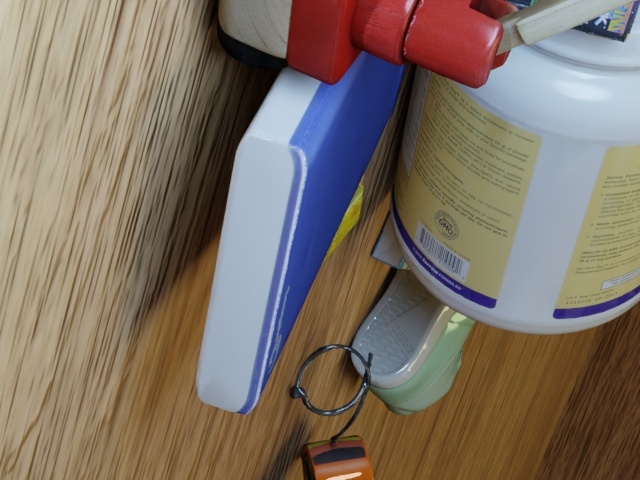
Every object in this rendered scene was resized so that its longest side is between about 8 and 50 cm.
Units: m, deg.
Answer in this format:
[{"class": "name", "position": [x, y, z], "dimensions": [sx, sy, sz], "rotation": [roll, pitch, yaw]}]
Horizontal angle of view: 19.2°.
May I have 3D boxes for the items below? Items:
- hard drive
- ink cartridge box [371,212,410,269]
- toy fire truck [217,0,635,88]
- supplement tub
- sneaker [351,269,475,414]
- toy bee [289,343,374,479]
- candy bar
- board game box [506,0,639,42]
[{"class": "hard drive", "position": [0.005, -0.072, 1.175], "dimensions": [0.319, 0.040, 0.210], "rotation": [-64, 170, -48]}, {"class": "ink cartridge box", "position": [0.076, -0.001, 1.695], "dimensions": [0.048, 0.028, 0.083], "rotation": [-66, 166, 5]}, {"class": "toy fire truck", "position": [0.093, -0.169, 1.007], "dimensions": [0.217, 0.246, 0.158], "rotation": [-54, 163, -37]}, {"class": "supplement tub", "position": [0.191, -0.111, 1.490], "dimensions": [0.241, 0.241, 0.331], "rotation": [-53, 163, -39]}, {"class": "sneaker", "position": [0.124, 0.053, 1.826], "dimensions": [0.256, 0.094, 0.151], "rotation": [-51, 158, -13]}, {"class": "toy bee", "position": [0.032, 0.239, 1.687], "dimensions": [0.162, 0.195, 0.298], "rotation": [-148, -108, -80]}, {"class": "candy bar", "position": [0.000, 0.000, 1.438], "dimensions": [0.161, 0.018, 0.040], "rotation": [-48, 155, -49]}, {"class": "board game box", "position": [0.161, -0.221, 1.318], "dimensions": [0.170, 0.141, 0.048], "rotation": [-72, 175, -46]}]
